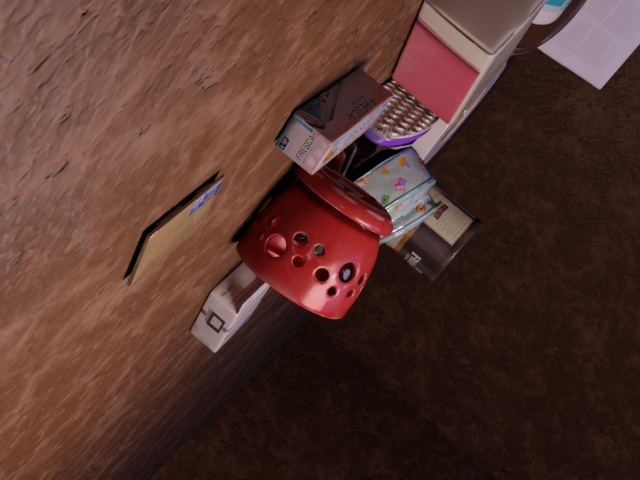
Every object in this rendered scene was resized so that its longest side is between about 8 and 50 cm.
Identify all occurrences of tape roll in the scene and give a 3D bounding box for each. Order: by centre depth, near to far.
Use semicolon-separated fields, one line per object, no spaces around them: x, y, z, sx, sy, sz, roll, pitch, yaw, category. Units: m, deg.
0.251;-0.281;1.968;0.286;0.100;0.286;-49;174;-7;tape roll

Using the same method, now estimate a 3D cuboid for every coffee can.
0.237;-0.057;2.433;0.201;0.275;0.201;-49;174;-7;coffee can

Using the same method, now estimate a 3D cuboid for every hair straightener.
0.012;-0.070;1.553;0.089;0.047;0.230;-40;153;-50;hair straightener

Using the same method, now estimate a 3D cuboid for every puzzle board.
-0.157;-0.013;1.045;0.128;0.011;0.096;-45;172;-41;puzzle board

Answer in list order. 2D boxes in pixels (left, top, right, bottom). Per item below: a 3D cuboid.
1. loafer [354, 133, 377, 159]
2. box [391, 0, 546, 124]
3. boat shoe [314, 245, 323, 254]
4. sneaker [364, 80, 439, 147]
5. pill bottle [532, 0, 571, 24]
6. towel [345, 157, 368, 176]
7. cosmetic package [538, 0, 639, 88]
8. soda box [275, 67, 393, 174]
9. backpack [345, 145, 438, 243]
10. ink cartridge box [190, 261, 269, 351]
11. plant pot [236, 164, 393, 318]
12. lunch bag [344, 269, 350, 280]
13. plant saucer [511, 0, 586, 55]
0.072;-0.162;1.677;0.039;0.045;0.125;-46;180;32;loafer
0.216;-0.301;1.435;0.148;0.127;0.232;-48;174;-18;box
0.000;0.000;2.061;0.228;0.068;0.081;-46;-152;-18;boat shoe
0.138;-0.201;1.614;0.293;0.102;0.146;-43;172;-49;sneaker
0.360;-0.458;1.420;0.146;0.146;0.264;-43;172;-48;pill bottle
-0.014;-0.062;1.719;0.275;0.031;0.199;-42;170;-50;towel
0.574;-0.529;1.943;0.377;0.285;0.097;-52;-148;22;cosmetic package
0.021;-0.153;1.221;0.183;0.063;0.058;-44;171;-51;soda box
0.110;-0.076;1.607;0.166;0.144;0.188;-31;173;-5;backpack
-0.143;0.100;1.618;0.104;0.060;0.180;-44;172;-38;ink cartridge box
0.002;-0.005;1.414;0.174;0.191;0.191;-53;174;10;plant pot
0.071;0.041;2.645;0.279;0.108;0.224;-47;169;-38;lunch bag
0.411;-0.454;1.776;0.311;0.050;0.310;-32;154;-18;plant saucer
